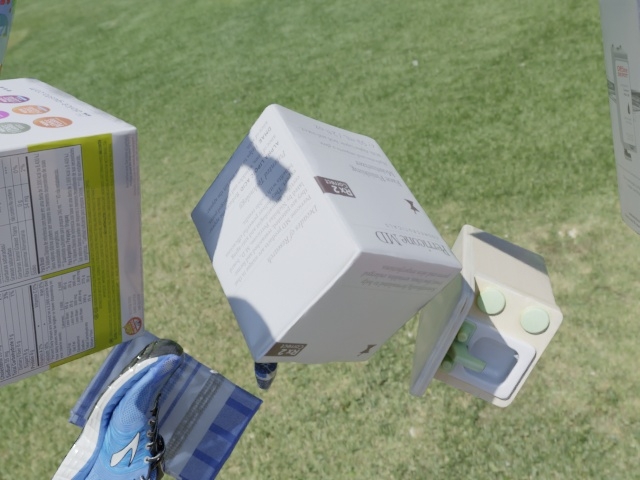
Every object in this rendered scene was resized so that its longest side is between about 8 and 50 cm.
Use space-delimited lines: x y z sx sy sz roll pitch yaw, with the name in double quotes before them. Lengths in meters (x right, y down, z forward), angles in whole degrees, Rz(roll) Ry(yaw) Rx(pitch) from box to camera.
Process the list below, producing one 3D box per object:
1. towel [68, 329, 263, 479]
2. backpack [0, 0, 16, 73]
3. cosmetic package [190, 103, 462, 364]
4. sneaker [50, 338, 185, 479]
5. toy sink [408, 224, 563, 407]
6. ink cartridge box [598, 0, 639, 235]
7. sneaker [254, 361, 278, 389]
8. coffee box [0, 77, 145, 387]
"towel" -0.274 0.298 1.225 0.209 0.285 0.034 -58 7 0
"backpack" -0.341 -0.126 0.466 0.273 0.356 0.290 -7 22 -27
"cosmetic package" 0.000 0.000 0.651 0.151 0.151 0.184 9 41 -45
"sneaker" -0.291 0.301 1.090 0.147 0.330 0.130 31 15 -2
"toy sink" 0.209 0.105 0.875 0.131 0.153 0.234 23 23 3
"ink cartridge box" 0.413 -0.153 0.697 0.207 0.283 0.117 -13 20 5
"sneaker" -0.098 0.215 1.247 0.052 0.058 0.135 7 30 3
"coffee box" -0.490 -0.022 1.002 0.334 0.338 0.337 -19 34 -41
